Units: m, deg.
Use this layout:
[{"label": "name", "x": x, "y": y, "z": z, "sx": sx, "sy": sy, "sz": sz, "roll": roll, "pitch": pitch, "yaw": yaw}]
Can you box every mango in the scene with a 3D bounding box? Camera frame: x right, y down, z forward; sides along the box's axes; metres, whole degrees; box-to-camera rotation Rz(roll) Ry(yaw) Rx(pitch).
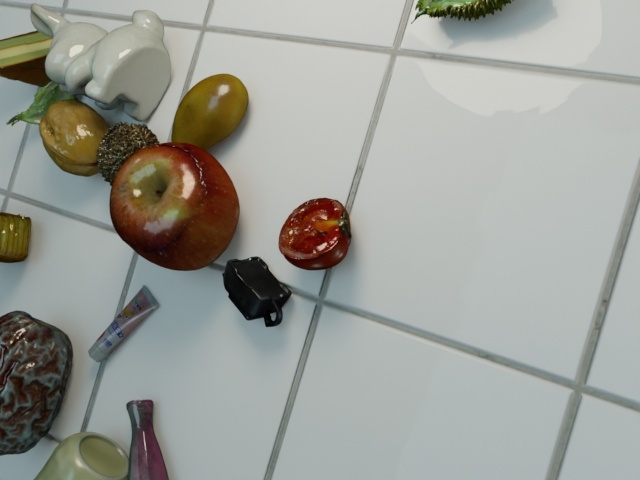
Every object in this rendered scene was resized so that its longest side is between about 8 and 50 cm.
[{"label": "mango", "x": -0.244, "y": -0.261, "z": 1.662, "sx": 0.227, "sy": 0.099, "sz": 0.136, "roll": -46, "pitch": 68, "yaw": 25}]

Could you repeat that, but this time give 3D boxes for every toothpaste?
[{"label": "toothpaste", "x": -0.437, "y": 0.189, "z": 1.723, "sx": 0.194, "sy": 0.043, "sz": 0.067, "roll": -47, "pitch": 58, "yaw": 9}]

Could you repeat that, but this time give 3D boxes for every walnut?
[{"label": "walnut", "x": -0.569, "y": -0.239, "z": 1.817, "sx": 0.159, "sy": 0.159, "sz": 0.206, "roll": -49, "pitch": 66, "yaw": 14}]

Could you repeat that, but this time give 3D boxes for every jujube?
[{"label": "jujube", "x": -0.679, "y": 0.322, "z": 1.739, "sx": 0.226, "sy": 0.226, "sz": 0.316, "roll": 18, "pitch": 88, "yaw": 32}]

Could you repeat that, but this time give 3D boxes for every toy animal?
[{"label": "toy animal", "x": -0.513, "y": -0.439, "z": 1.801, "sx": 0.368, "sy": 0.196, "sz": 0.241, "roll": 23, "pitch": 86, "yaw": 30}]

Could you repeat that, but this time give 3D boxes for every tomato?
[{"label": "tomato", "x": 0.000, "y": 0.000, "z": 1.468, "sx": 0.139, "sy": 0.091, "sz": 0.159, "roll": -13, "pitch": 47, "yaw": 19}]

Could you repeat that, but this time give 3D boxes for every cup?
[{"label": "cup", "x": -0.504, "y": 0.530, "z": 1.583, "sx": 0.173, "sy": 0.255, "sz": 0.202, "roll": 36, "pitch": 105, "yaw": -13}]

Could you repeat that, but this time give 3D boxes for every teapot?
[{"label": "teapot", "x": -0.135, "y": 0.108, "z": 1.533, "sx": 0.177, "sy": 0.087, "sz": 0.096, "roll": 45, "pitch": 122, "yaw": 30}]

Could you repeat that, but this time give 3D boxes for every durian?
[{"label": "durian", "x": -0.422, "y": -0.170, "z": 1.730, "sx": 0.149, "sy": 0.091, "sz": 0.188, "roll": -13, "pitch": 107, "yaw": -9}, {"label": "durian", "x": -0.680, "y": -0.343, "z": 1.932, "sx": 0.215, "sy": 0.100, "sz": 0.086, "roll": -40, "pitch": 62, "yaw": 18}, {"label": "durian", "x": 0.274, "y": -0.445, "z": 1.386, "sx": 0.221, "sy": 0.095, "sz": 0.137, "roll": -13, "pitch": 39, "yaw": 31}]

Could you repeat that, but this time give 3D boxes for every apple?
[{"label": "apple", "x": -0.290, "y": -0.070, "z": 1.589, "sx": 0.272, "sy": 0.206, "sz": 0.251, "roll": 24, "pitch": 83, "yaw": 29}]

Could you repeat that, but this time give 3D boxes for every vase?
[{"label": "vase", "x": -0.362, "y": 0.437, "z": 1.609, "sx": 0.086, "sy": 0.086, "sz": 0.214, "roll": -23, "pitch": 65, "yaw": 26}]

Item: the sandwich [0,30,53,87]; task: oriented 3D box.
[{"label": "sandwich", "x": -0.734, "y": -0.480, "z": 1.946, "sx": 0.117, "sy": 0.187, "sz": 0.144, "roll": 48, "pitch": 112, "yaw": 28}]

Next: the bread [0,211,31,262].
[{"label": "bread", "x": -0.832, "y": -0.023, "z": 1.874, "sx": 0.228, "sy": 0.253, "sz": 0.142, "roll": 5, "pitch": 80, "yaw": 28}]
